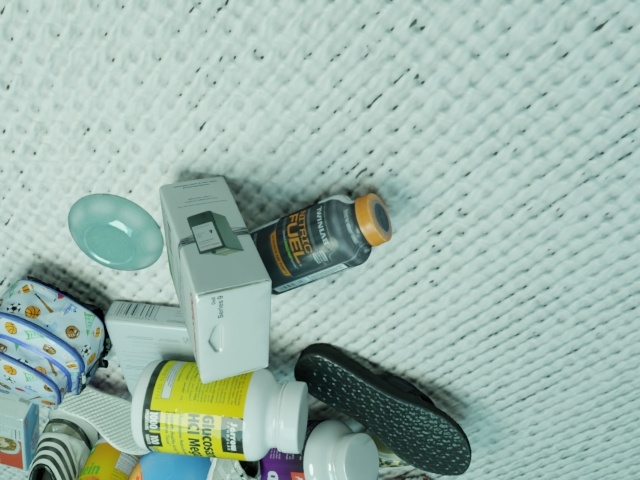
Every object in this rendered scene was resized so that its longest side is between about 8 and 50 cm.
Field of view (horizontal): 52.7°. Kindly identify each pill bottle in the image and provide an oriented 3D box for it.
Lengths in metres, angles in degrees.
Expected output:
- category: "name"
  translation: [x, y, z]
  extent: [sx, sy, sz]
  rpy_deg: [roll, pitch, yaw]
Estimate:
- category: "pill bottle"
  translation: [-0.199, 0.350, 1.328]
  extent: [0.334, 0.188, 0.188]
  rpy_deg: [2, 129, 8]
- category: "pill bottle"
  translation: [0.000, 0.000, 1.132]
  extent: [0.245, 0.130, 0.130]
  rpy_deg: [-22, 122, 25]
- category: "pill bottle"
  translation: [-0.528, 0.583, 1.629]
  extent: [0.136, 0.246, 0.136]
  rpy_deg: [5, 129, 6]
- category: "pill bottle"
  translation: [-0.033, 0.503, 1.473]
  extent: [0.323, 0.181, 0.181]
  rpy_deg: [-14, 127, 39]

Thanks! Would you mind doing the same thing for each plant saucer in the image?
- category: "plant saucer"
  translation: [-0.407, -0.002, 1.264]
  extent: [0.195, 0.037, 0.195]
  rpy_deg: [5, 130, 6]

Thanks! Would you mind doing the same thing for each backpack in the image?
- category: "backpack"
  translation: [-0.582, 0.208, 1.345]
  extent: [0.276, 0.213, 0.263]
  rpy_deg: [23, 135, -9]

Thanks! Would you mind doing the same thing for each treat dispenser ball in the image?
- category: "treat dispenser ball"
  translation: [-0.325, 0.617, 1.557]
  extent: [0.288, 0.288, 0.288]
  rpy_deg: [5, 130, 6]

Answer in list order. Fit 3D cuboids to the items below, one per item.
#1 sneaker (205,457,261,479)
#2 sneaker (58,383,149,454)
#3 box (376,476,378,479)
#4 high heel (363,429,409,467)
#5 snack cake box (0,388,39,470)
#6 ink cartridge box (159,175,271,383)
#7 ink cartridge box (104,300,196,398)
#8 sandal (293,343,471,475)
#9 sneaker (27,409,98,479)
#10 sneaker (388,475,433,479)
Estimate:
- category: "sneaker"
  translation: [-0.187, 0.531, 1.413]
  extent: [0.115, 0.281, 0.105]
  rpy_deg: [-1, 177, 40]
- category: "sneaker"
  translation: [-0.516, 0.422, 1.570]
  extent: [0.282, 0.102, 0.161]
  rpy_deg: [33, 159, 1]
- category: "box"
  translation: [0.107, 0.646, 1.709]
  extent: [0.081, 0.028, 0.136]
  rpy_deg: [8, 127, 4]
- category: "high heel"
  translation: [0.134, 0.536, 1.564]
  extent: [0.261, 0.093, 0.186]
  rpy_deg: [7, 126, 24]
- category: "snack cake box"
  translation: [-0.837, 0.493, 1.714]
  extent: [0.152, 0.089, 0.264]
  rpy_deg: [16, 130, -5]
- category: "ink cartridge box"
  translation: [-0.182, 0.061, 1.099]
  extent: [0.121, 0.289, 0.211]
  rpy_deg: [-11, 133, -18]
- category: "ink cartridge box"
  translation: [-0.288, 0.280, 1.455]
  extent: [0.324, 0.071, 0.330]
  rpy_deg: [5, 133, 6]
- category: "sandal"
  translation: [0.154, 0.355, 1.426]
  extent: [0.445, 0.107, 0.167]
  rpy_deg: [35, 126, -2]
- category: "sneaker"
  translation: [-0.670, 0.671, 1.719]
  extent: [0.169, 0.257, 0.447]
  rpy_deg: [1, 129, 9]
- category: "sneaker"
  translation: [0.264, 0.710, 1.691]
  extent: [0.145, 0.090, 0.270]
  rpy_deg: [-20, 124, 21]
